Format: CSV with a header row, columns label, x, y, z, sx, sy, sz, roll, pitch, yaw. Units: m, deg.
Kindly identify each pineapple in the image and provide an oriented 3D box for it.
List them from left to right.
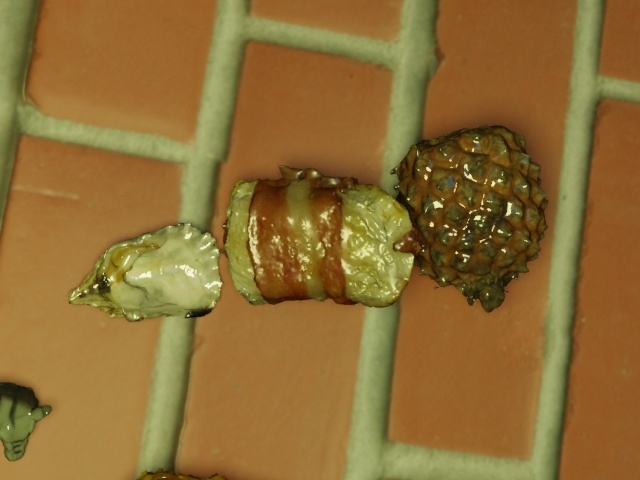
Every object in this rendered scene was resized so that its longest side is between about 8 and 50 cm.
label,x,y,z,sx,sy,sz,roll,pitch,yaw
pineapple,0.157,-0.019,1.343,0.166,0.166,0.193,-13,89,-16

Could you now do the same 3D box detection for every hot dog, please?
label,x,y,z,sx,sy,sz,roll,pitch,yaw
hot dog,0.000,0.000,1.306,0.213,0.103,0.146,6,98,15

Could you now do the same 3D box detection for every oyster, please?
label,x,y,z,sx,sy,sz,roll,pitch,yaw
oyster,-0.163,0.041,1.305,0.121,0.045,0.146,40,68,-3

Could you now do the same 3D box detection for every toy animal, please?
label,x,y,z,sx,sy,sz,roll,pitch,yaw
toy animal,-0.381,0.146,1.224,0.176,0.073,0.217,-40,89,-22

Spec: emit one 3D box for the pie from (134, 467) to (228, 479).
label,x,y,z,sx,sy,sz,roll,pitch,yaw
pie,-0.092,0.365,1.261,0.308,0.085,0.308,1,88,-15
